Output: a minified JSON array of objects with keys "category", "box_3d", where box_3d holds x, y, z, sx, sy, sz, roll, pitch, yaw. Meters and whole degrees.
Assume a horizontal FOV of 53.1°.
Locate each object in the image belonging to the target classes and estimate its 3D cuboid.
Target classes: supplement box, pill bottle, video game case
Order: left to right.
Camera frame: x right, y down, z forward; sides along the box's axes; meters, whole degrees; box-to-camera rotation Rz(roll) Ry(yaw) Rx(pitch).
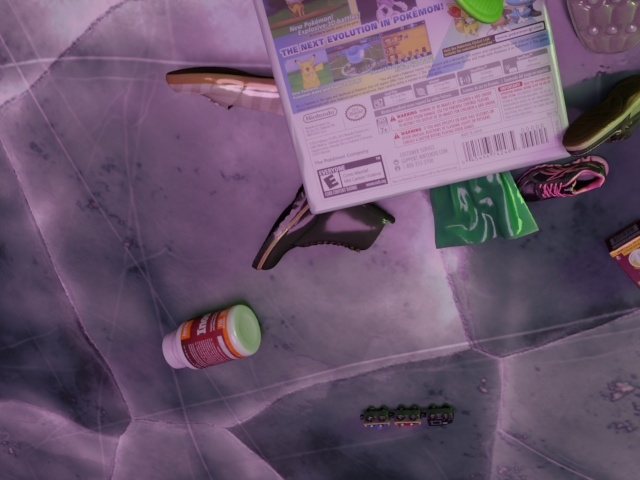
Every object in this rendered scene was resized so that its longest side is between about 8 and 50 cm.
[{"category":"pill bottle","box_3d":[-0.182,0.164,1.061,0.152,0.086,0.086,-19,110,22]},{"category":"video game case","box_3d":[0.107,-0.209,0.772,0.329,0.036,0.300,-12,102,14]},{"category":"supplement box","box_3d":[0.425,0.023,0.847,0.055,0.043,0.083,-39,102,27]}]

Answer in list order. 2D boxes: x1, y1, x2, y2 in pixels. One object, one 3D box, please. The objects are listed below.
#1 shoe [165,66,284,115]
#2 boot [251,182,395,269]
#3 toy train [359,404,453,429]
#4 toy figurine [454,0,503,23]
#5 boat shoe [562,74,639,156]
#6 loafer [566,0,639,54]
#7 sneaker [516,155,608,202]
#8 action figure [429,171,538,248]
[{"category":"shoe","box_3d":[-0.104,-0.196,0.860,0.219,0.076,0.058,7,112,9]},{"category":"boot","box_3d":[0.000,0.000,0.938,0.137,0.077,0.198,34,121,-9]},{"category":"toy train","box_3d":[0.144,0.297,1.075,0.158,0.027,0.036,-7,125,18]},{"category":"toy figurine","box_3d":[0.195,-0.327,0.615,0.159,0.130,0.173,-24,75,43]},{"category":"boat shoe","box_3d":[0.341,-0.137,0.742,0.152,0.056,0.049,-38,117,-17]},{"category":"loafer","box_3d":[0.308,-0.350,0.654,0.112,0.111,0.319,5,135,21]},{"category":"sneaker","box_3d":[0.308,-0.073,0.823,0.119,0.057,0.047,-17,113,24]},{"category":"action figure","box_3d":[0.188,-0.111,0.833,0.137,0.063,0.232,-13,106,22]}]
